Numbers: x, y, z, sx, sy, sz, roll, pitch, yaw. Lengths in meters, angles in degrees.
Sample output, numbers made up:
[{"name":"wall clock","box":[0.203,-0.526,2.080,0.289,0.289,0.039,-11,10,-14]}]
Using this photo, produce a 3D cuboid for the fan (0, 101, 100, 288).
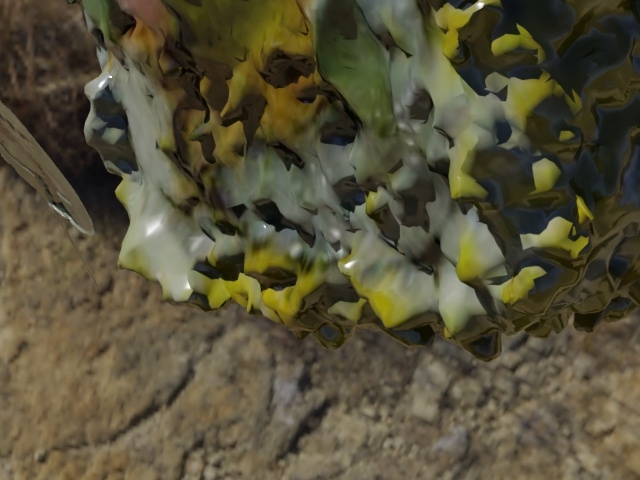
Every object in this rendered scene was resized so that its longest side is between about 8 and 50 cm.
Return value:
[{"name":"fan","box":[-0.235,-0.042,1.286,0.009,0.329,0.191,-43,59,-15]}]

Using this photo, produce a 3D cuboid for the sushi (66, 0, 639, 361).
[{"name":"sushi","box":[0.037,-0.114,0.701,0.240,0.351,0.396,-25,16,-30]}]
